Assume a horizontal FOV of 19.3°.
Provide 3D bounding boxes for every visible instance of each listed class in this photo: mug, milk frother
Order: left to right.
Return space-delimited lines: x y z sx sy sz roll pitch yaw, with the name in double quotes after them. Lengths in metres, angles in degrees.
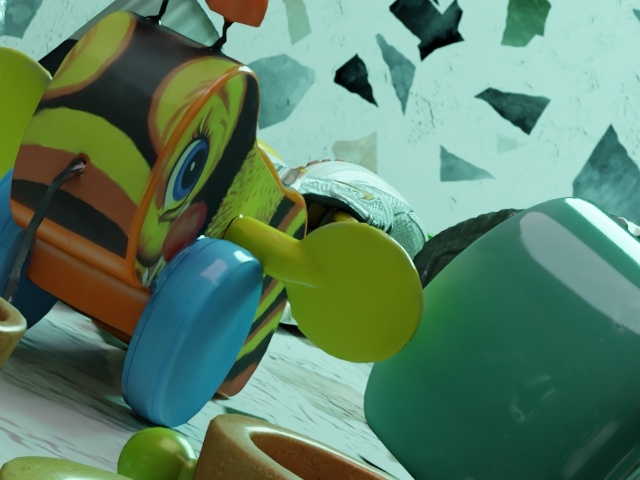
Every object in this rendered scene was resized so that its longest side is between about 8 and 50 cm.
-0.151 -0.103 1.303 0.143 0.135 0.129 22 -34 48 "milk frother"
0.106 0.059 0.738 0.158 0.129 0.097 -16 50 -41 "mug"

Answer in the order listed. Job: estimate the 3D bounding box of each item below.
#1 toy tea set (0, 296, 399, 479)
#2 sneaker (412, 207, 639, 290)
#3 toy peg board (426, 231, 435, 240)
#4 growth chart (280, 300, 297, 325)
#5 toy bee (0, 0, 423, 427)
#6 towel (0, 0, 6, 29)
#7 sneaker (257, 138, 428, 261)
0.021 0.054 0.390 0.336 0.124 0.200 24 4 -15 "toy tea set"
0.236 0.121 1.199 0.410 0.158 0.182 24 -28 6 "sneaker"
0.112 0.051 1.421 0.161 0.079 0.161 22 5 -41 "toy peg board"
-0.093 0.005 1.165 0.237 0.021 0.172 26 3 11 "growth chart"
-0.050 -0.016 0.671 0.195 0.162 0.298 26 3 -6 "toy bee"
-0.399 -0.208 1.443 0.235 0.121 0.284 20 7 -35 "towel"
0.000 0.000 1.183 0.093 0.088 0.225 37 15 34 "sneaker"
